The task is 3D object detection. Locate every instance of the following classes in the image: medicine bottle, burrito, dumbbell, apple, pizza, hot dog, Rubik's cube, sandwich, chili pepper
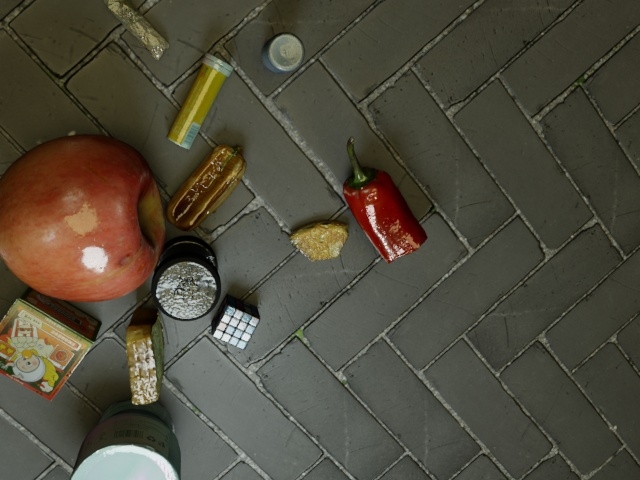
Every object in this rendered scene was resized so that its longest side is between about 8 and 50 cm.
[{"bbox_3d":[-0.282,-0.321,1.474,0.073,0.074,0.218,27,97,-16],"label":"medicine bottle"},{"bbox_3d":[-0.411,-0.484,1.427,0.051,0.042,0.171,-46,108,-9],"label":"burrito"},{"bbox_3d":[-0.312,0.084,1.481,0.152,0.218,0.153,-3,104,-11],"label":"dumbbell"},{"bbox_3d":[-0.451,0.526,1.517,0.244,0.290,0.245,-2,101,-10],"label":"medicine bottle"},{"bbox_3d":[-0.511,-0.045,1.349,0.363,0.364,0.364,-2,103,-11],"label":"apple"},{"bbox_3d":[0.000,0.000,1.619,0.160,0.036,0.099,-11,104,-8],"label":"pizza"},{"bbox_3d":[-0.266,-0.127,1.523,0.104,0.076,0.250,39,89,3],"label":"hot dog"},{"bbox_3d":[-0.090,-0.416,1.422,0.083,0.203,0.084,-3,105,-12],"label":"medicine bottle"},{"bbox_3d":[-0.213,0.203,1.593,0.092,0.092,0.092,26,96,-16],"label":"Rubik's cube"},{"bbox_3d":[-0.410,0.265,1.504,0.065,0.215,0.186,-5,103,-9],"label":"sandwich"},{"bbox_3d":[0.126,-0.112,1.570,0.134,0.131,0.338,-28,112,22],"label":"chili pepper"}]

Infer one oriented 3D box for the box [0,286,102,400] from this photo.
[{"bbox_3d":[-0.651,0.234,1.485,0.195,0.148,0.178,37,95,-16],"label":"box"}]
